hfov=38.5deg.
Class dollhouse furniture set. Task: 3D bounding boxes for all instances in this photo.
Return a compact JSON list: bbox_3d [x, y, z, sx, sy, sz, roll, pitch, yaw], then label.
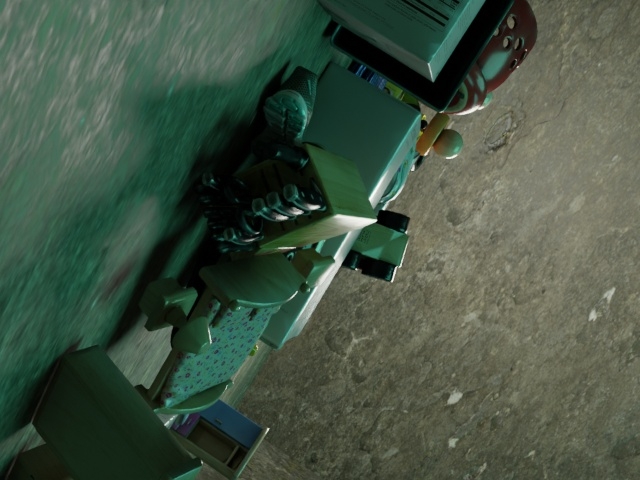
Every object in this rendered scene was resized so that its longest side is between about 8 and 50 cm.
[{"bbox_3d":[-0.213,0.361,1.821,0.286,0.198,0.303,-54,174,-39],"label":"dollhouse furniture set"},{"bbox_3d":[-0.120,0.193,1.026,0.355,0.174,0.303,-12,140,-53],"label":"dollhouse furniture set"}]

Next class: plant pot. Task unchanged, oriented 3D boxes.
[{"bbox_3d":[0.128,-0.289,1.210,0.166,0.165,0.234,-58,-176,12],"label":"plant pot"},{"bbox_3d":[0.220,-0.304,1.447,0.174,0.191,0.191,-55,175,-19],"label":"plant pot"}]

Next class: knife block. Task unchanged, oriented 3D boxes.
[{"bbox_3d":[-0.014,-0.054,1.026,0.275,0.088,0.242,-17,173,-30],"label":"knife block"}]

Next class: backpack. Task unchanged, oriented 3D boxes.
[{"bbox_3d":[0.093,-0.153,1.589,0.115,0.151,0.182,-13,112,-71],"label":"backpack"}]

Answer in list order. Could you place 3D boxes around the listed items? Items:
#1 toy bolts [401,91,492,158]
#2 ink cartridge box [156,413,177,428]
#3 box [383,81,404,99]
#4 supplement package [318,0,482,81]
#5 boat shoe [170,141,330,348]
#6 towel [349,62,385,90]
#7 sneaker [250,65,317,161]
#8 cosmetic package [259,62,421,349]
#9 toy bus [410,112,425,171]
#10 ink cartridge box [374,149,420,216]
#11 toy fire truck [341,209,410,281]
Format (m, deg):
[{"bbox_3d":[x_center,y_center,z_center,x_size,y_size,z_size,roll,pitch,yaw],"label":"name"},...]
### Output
[{"bbox_3d":[0.246,-0.264,1.907,0.229,0.158,0.218,-57,177,-9],"label":"toy bolts"},{"bbox_3d":[-0.352,0.404,1.493,0.275,0.060,0.239,-57,175,12],"label":"ink cartridge box"},{"bbox_3d":[0.121,-0.279,1.842,0.232,0.058,0.087,-54,176,-39],"label":"box"},{"bbox_3d":[0.111,-0.299,0.966,0.203,0.149,0.194,-58,176,8],"label":"supplement package"},{"bbox_3d":[-0.096,0.016,1.192,0.340,0.127,0.113,-57,151,5],"label":"boat shoe"},{"bbox_3d":[0.128,-0.357,1.577,0.243,0.040,0.336,-60,177,8],"label":"towel"},{"bbox_3d":[-0.035,-0.143,1.082,0.076,0.065,0.166,-64,-176,-27],"label":"sneaker"},{"bbox_3d":[-0.010,-0.049,1.359,0.385,0.156,0.217,-58,175,4],"label":"cosmetic package"},{"bbox_3d":[0.146,-0.222,2.098,0.220,0.149,0.211,-53,161,-19],"label":"toy bus"},{"bbox_3d":[0.063,-0.113,1.717,0.218,0.158,0.092,-58,175,18],"label":"ink cartridge box"},{"bbox_3d":[0.000,0.000,1.612,0.246,0.217,0.159,11,-96,56],"label":"toy fire truck"}]
